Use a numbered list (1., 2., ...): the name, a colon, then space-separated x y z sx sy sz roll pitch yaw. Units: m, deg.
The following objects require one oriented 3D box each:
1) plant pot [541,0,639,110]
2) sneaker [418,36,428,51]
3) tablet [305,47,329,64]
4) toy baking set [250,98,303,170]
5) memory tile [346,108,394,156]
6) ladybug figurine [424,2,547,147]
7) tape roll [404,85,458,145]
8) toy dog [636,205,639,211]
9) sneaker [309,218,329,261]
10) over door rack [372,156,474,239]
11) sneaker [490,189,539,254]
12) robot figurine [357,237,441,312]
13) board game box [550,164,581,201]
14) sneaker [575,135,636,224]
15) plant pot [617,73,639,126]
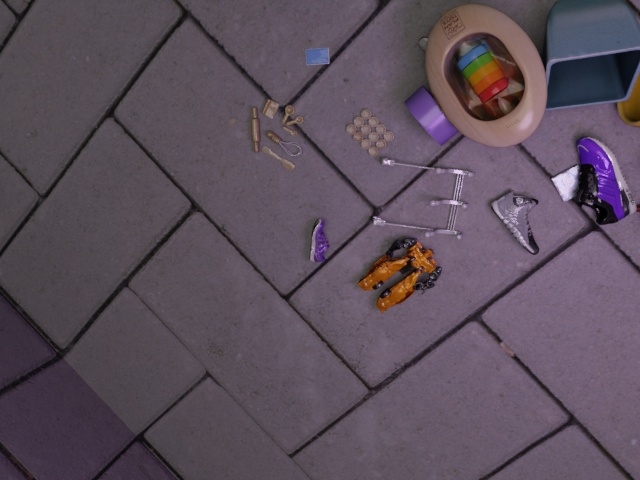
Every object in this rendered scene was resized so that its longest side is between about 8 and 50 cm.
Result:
1. plant pot: 0.765 -0.562 1.593 0.248 0.247 0.252 -4 68 15
2. sneaker: 0.399 -0.543 1.774 0.262 0.099 0.121 44 113 2
3. tablet: -0.011 -0.638 1.901 0.083 0.006 0.054 0 103 13
4. toy baking set: -0.160 -0.381 1.986 0.197 0.030 0.256 6 104 13
5. memory tile: 0.172 -0.374 1.913 0.148 0.012 0.113 45 109 0
6. ladybug figurine: 0.486 -0.483 1.611 0.305 0.162 0.449 -29 85 30
7. tape roll: 0.360 -0.402 1.765 0.080 0.189 0.189 -41 91 19
8. toy dog: 1.055 -0.176 1.660 0.161 0.220 0.333 23 102 41
9. sneaker: 0.000 0.000 2.027 0.071 0.068 0.169 5 113 -2
10. over door rack: 0.341 -0.141 1.875 0.324 0.108 0.239 10 104 12
11. sneaker: 0.683 -0.070 1.817 0.132 0.086 0.228 -40 90 17
12. robot figurine: 0.286 0.117 1.960 0.291 0.085 0.211 -39 91 20
13. board game box: 0.815 -0.186 1.788 0.090 0.020 0.090 -29 95 17
14. sneaker: 0.858 -0.177 1.716 0.146 0.102 0.293 -30 94 1
15. plant pot: 1.036 -0.435 1.571 0.239 0.254 0.253 9 105 -5
